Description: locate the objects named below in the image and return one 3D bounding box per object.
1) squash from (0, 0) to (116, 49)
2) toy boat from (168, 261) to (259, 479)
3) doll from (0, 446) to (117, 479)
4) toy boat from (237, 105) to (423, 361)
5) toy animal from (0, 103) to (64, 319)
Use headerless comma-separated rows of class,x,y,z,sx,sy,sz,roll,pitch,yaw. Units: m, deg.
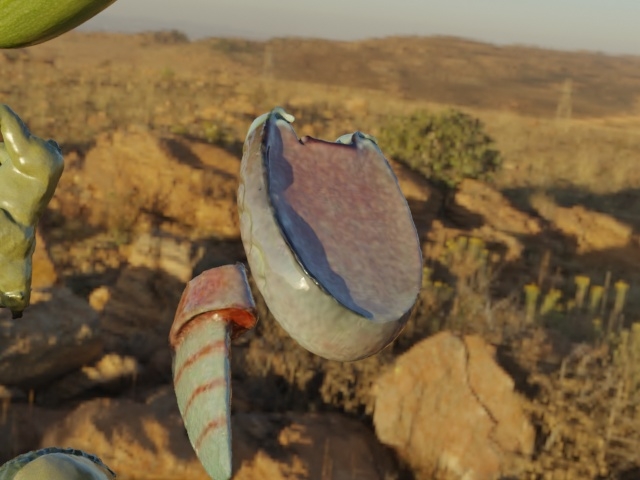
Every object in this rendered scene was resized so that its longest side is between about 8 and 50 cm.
squash,-0.250,-0.266,0.982,0.247,0.132,0.132,-35,7,9
toy boat,-0.139,0.186,1.326,0.096,0.206,0.282,15,49,-30
doll,-0.377,0.415,1.323,0.349,0.247,0.247,-37,-10,27
toy boat,0.000,0.000,0.843,0.155,0.085,0.227,14,47,-32
toy animal,-0.346,-0.030,1.158,0.101,0.219,0.103,17,-12,-7
